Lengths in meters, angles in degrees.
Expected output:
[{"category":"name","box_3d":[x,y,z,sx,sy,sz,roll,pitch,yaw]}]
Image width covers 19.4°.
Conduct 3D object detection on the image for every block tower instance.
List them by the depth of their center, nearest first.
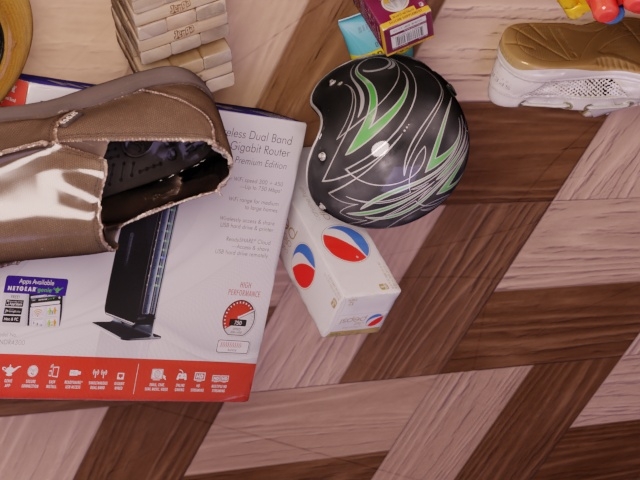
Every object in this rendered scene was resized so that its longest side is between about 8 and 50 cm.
[{"category":"block tower","box_3d":[-0.141,-0.263,1.646,0.091,0.097,0.335,-21,144,-13]}]

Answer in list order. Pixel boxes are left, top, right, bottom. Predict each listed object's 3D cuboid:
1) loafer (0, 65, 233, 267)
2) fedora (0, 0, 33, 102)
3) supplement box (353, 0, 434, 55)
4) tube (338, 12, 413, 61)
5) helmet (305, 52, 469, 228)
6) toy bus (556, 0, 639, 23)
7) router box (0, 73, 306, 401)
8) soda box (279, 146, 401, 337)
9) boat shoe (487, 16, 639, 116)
[{"category":"loafer","box_3d":[-0.233,-0.048,1.622,0.366,0.130,0.134,-26,132,-21]},{"category":"fedora","box_3d":[-0.342,-0.180,1.600,0.194,0.079,0.194,-23,132,-28]},{"category":"supplement box","box_3d":[0.071,-0.232,1.848,0.055,0.083,0.043,-24,145,-7]},{"category":"tube","box_3d":[0.069,-0.173,1.962,0.080,0.052,0.207,-27,141,-11]},{"category":"helmet","box_3d":[0.067,-0.093,1.893,0.169,0.161,0.169,-3,136,-3]},{"category":"toy bus","box_3d":[0.300,-0.305,1.788,0.220,0.211,0.149,-22,144,15]},{"category":"router box","box_3d":[-0.194,0.004,1.834,0.335,0.082,0.301,5,101,-40]},{"category":"soda box","box_3d":[0.000,0.000,1.979,0.074,0.216,0.069,-5,139,-31]},{"category":"boat shoe","box_3d":[0.308,-0.185,2.079,0.277,0.098,0.096,1,137,-23]}]
